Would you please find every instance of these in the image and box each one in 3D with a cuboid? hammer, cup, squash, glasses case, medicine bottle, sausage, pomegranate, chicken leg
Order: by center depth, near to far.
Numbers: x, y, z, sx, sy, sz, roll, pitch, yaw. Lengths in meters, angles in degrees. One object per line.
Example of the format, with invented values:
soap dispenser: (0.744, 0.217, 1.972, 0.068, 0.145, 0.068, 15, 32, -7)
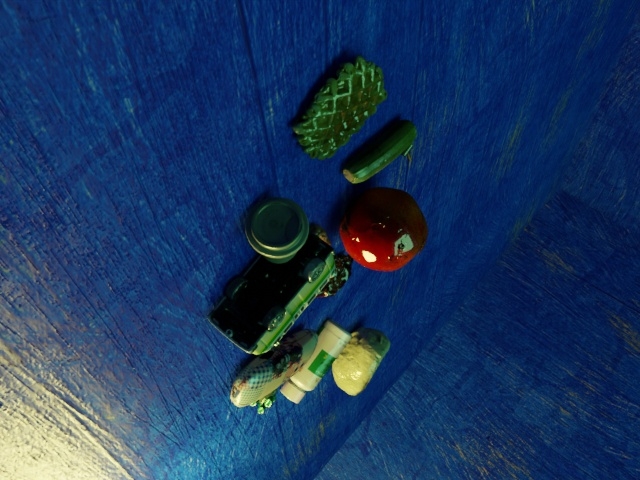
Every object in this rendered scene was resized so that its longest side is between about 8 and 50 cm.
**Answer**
cup: (-0.080, -0.012, 1.389, 0.120, 0.120, 0.141, -49, 168, -12)
squash: (0.139, -0.202, 1.615, 0.229, 0.066, 0.066, -40, 155, -28)
sausage: (0.000, 0.000, 1.678, 0.158, 0.042, 0.036, 65, 25, -69)
pomegranate: (0.154, -0.035, 1.719, 0.235, 0.210, 0.210, -67, 178, -54)
hammer: (0.225, -0.221, 1.838, 0.035, 0.019, 0.110, -53, 165, -1)
chicken leg: (0.014, 0.103, 1.851, 0.205, 0.053, 0.093, -50, 137, -29)
glasses case: (-0.117, 0.331, 1.887, 0.327, 0.076, 0.125, -26, 144, -50)
medicine bottle: (-0.016, 0.358, 2.122, 0.260, 0.095, 0.095, -52, 159, -1)

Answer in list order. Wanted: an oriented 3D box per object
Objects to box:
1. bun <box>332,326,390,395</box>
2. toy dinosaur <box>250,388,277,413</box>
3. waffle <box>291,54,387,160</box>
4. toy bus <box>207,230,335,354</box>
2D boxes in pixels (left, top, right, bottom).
bun: (0.126, 0.396, 2.408, 0.244, 0.153, 0.244, -61, 178, -3)
toy dinosaur: (-0.147, 0.437, 2.031, 0.132, 0.059, 0.096, -52, 169, 20)
waffle: (0.041, -0.245, 1.350, 0.214, 0.054, 0.208, -49, 163, 3)
toy bus: (-0.091, 0.110, 1.513, 0.276, 0.133, 0.165, -50, 159, -9)
